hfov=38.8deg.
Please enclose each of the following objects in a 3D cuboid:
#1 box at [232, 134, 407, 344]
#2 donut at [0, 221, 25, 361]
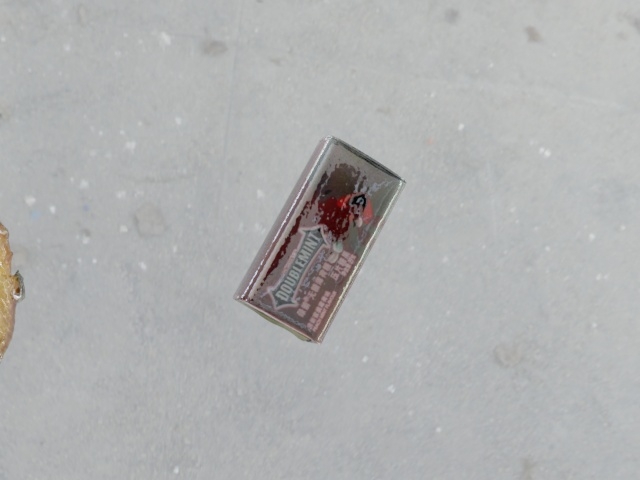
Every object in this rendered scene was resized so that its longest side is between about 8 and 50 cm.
[{"bbox_3d":[0.000,0.000,1.078,0.120,0.069,0.224,32,81,-11],"label":"box"},{"bbox_3d":[-0.540,0.041,1.022,0.378,0.163,0.435,57,21,-21],"label":"donut"}]
